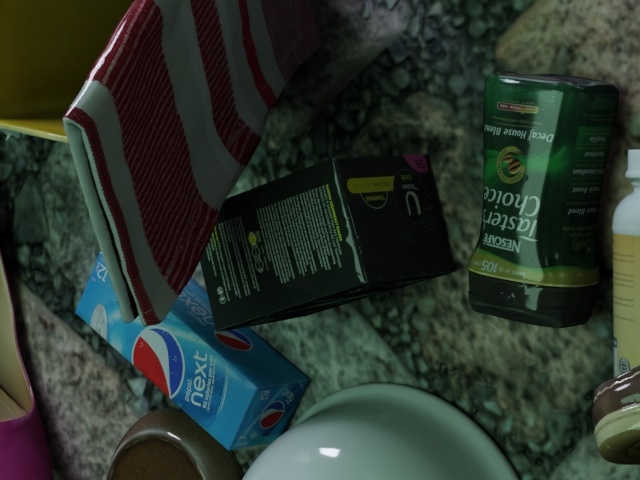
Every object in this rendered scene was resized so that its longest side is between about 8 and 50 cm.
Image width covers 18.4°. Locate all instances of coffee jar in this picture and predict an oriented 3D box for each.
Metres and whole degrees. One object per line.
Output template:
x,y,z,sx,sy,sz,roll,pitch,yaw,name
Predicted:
0.162,-0.030,1.455,0.096,0.079,0.184,10,99,38,coffee jar

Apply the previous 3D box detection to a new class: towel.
-0.084,-0.126,1.459,0.037,0.329,0.237,13,143,19,towel

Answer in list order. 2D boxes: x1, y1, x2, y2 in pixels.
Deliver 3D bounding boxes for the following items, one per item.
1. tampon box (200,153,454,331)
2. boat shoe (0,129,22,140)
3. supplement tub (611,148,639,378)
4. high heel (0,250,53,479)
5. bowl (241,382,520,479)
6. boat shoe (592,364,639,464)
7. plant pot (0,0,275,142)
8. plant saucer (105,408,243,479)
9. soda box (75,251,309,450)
0.000,0.000,1.561,0.161,0.120,0.101,-19,82,38,tampon box
-0.279,-0.129,1.797,0.227,0.079,0.081,-13,117,31,boat shoe
0.269,0.037,1.330,0.144,0.144,0.199,1,94,39,supplement tub
-0.322,0.079,1.817,0.377,0.127,0.181,57,134,25,high heel
0.020,0.266,1.556,0.298,0.134,0.298,3,94,40,bowl
0.309,0.031,1.221,0.342,0.123,0.123,-24,70,-6,boat shoe
-0.140,-0.187,1.620,0.212,0.187,0.212,13,101,37,plant pot
-0.135,0.234,1.746,0.168,0.029,0.168,2,93,39,plant saucer
-0.112,0.090,1.689,0.210,0.071,0.067,38,115,31,soda box
